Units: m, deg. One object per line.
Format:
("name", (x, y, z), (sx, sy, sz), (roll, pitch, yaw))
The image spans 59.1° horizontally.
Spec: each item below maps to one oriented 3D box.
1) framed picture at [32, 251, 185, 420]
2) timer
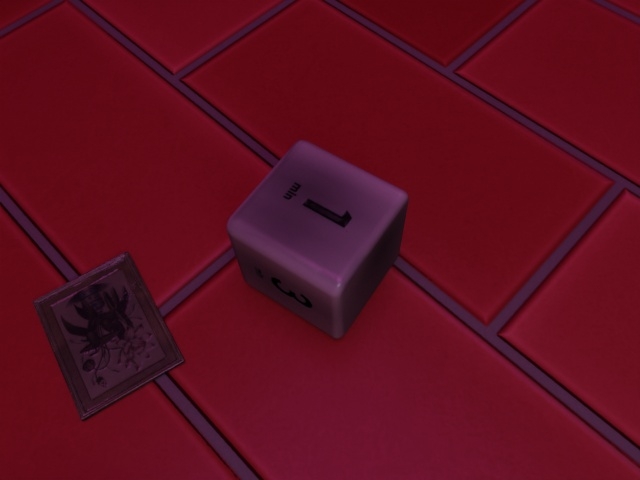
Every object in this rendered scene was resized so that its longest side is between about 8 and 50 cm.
("framed picture", (-0.339, 0.143, 0.895), (0.173, 0.010, 0.231), (-31, 64, -14))
("timer", (0.000, 0.000, 0.859), (0.195, 0.192, 0.194), (29, 65, 17))
